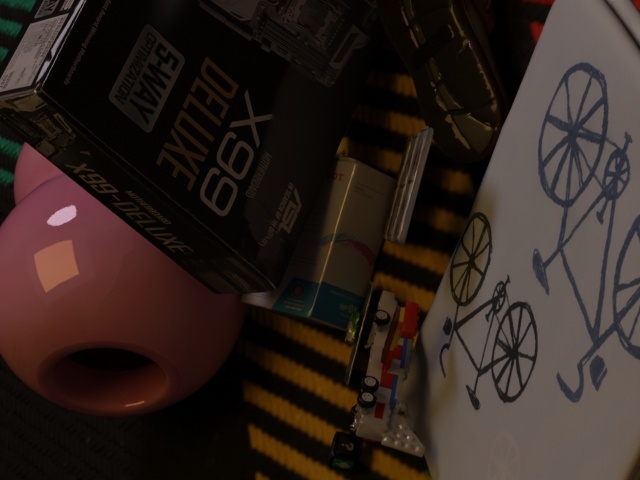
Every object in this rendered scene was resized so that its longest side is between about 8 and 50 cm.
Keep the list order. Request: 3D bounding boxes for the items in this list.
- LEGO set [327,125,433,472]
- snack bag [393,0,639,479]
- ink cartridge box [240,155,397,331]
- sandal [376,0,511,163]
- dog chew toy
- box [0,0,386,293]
[{"bbox_3d":[0.056,0.049,1.198,0.182,0.060,0.244,-175,100,-89],"label":"LEGO set"},{"bbox_3d":[0.142,0.053,1.021,0.323,0.037,0.342,-109,35,-57],"label":"snack bag"},{"bbox_3d":[0.000,0.000,1.312,0.088,0.052,0.122,11,83,51],"label":"ink cartridge box"},{"bbox_3d":[0.099,-0.157,1.268,0.090,0.060,0.219,-39,61,41],"label":"sandal"},{"bbox_3d":[-0.160,-0.027,1.408,0.206,0.206,0.332,-33,42,37],"label":"dog chew toy"},{"bbox_3d":[-0.076,-0.152,1.256,0.076,0.242,0.307,-6,51,46],"label":"box"}]
